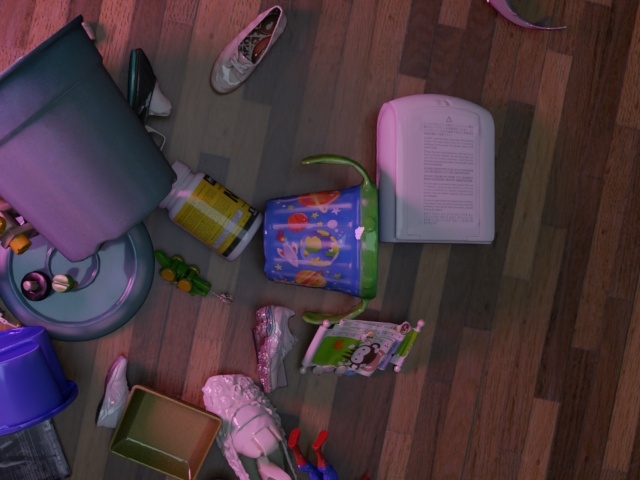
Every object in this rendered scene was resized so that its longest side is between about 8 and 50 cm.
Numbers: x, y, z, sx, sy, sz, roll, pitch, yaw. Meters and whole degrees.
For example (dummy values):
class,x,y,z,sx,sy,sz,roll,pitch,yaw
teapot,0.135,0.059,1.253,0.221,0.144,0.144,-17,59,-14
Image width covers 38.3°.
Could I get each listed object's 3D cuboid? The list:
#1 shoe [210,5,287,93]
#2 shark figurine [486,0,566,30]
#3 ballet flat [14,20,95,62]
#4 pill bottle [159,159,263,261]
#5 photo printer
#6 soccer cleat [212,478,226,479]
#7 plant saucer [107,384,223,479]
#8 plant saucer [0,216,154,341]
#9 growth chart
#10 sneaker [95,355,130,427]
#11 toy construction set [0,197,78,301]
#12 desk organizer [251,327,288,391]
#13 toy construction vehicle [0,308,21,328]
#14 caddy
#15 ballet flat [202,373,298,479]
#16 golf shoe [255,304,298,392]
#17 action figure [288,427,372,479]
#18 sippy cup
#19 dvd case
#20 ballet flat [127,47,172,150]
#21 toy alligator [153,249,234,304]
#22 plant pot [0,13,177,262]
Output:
class,x,y,z,sx,sy,sz,roll,pitch,yaw
shoe,-0.147,-0.391,1.873,0.076,0.058,0.219,39,85,-8
shark figurine,0.389,-0.539,1.930,0.166,0.116,0.278,-26,93,-6
ballet flat,-0.520,-0.374,1.818,0.168,0.057,0.052,-33,106,-7
pill bottle,-0.228,-0.061,1.837,0.208,0.119,0.119,36,86,-9
photo printer,0.236,-0.145,1.893,0.256,0.107,0.307,0,89,-23
soccer cleat,-0.229,0.625,1.851,0.093,0.121,0.289,13,89,-9
plant saucer,-0.307,0.377,1.839,0.188,0.045,0.188,23,118,-6
plant saucer,-0.492,0.047,1.838,0.318,0.044,0.317,0,92,-9
growth chart,0.083,0.223,1.899,0.237,0.021,0.172,3,127,-18
sneaker,-0.407,0.305,1.856,0.061,0.054,0.152,14,95,-18
toy construction set,-0.637,-0.021,1.684,0.257,0.237,0.308,-18,83,10
desk organizer,-0.105,0.241,1.901,0.050,0.047,0.130,-10,93,-11
toy construction vehicle,-0.653,0.174,1.817,0.098,0.035,0.086,33,86,-8
caddy,-0.630,0.291,1.715,0.341,0.241,0.179,-13,103,-8
ballet flat,-0.102,0.449,1.860,0.147,0.147,0.409,-24,96,-8
golf shoe,-0.082,0.218,1.850,0.086,0.069,0.176,0,91,-20
action figure,0.025,0.471,1.885,0.091,0.139,0.280,0,125,25
sippy cup,0.000,0.000,1.835,0.224,0.240,0.305,0,70,2
dvd case,-0.629,0.432,1.836,0.221,0.018,0.164,-19,95,-9
ballet flat,-0.352,-0.237,1.835,0.096,0.095,0.280,9,100,-19
toy alligator,-0.266,0.087,1.872,0.190,0.056,0.051,35,128,-9
plant pot,-0.455,-0.162,1.641,0.341,0.341,0.334,-39,109,-6
